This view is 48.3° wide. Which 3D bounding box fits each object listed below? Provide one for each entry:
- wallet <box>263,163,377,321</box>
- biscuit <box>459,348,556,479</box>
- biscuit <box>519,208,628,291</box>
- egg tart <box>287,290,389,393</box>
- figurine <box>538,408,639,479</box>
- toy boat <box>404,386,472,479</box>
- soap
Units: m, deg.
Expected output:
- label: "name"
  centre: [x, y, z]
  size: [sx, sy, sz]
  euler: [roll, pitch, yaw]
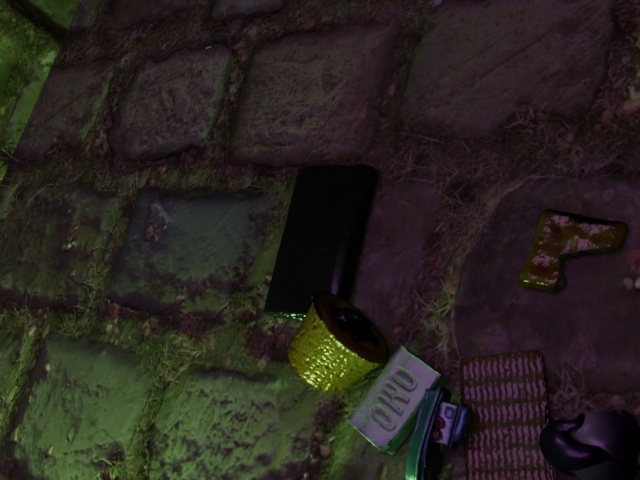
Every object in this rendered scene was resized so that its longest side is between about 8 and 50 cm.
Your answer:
- label: "wallet"
  centre: [0.001, 0.000, 1.761]
  size: [0.229, 0.062, 0.405]
  euler: [0, 66, 33]
- label: "biscuit"
  centre: [0.356, 0.341, 1.367]
  size: [0.172, 0.029, 0.254]
  euler: [-12, 60, 28]
- label: "biscuit"
  centre: [0.499, 0.027, 1.429]
  size: [0.174, 0.039, 0.183]
  euler: [19, 78, 37]
- label: "egg tart"
  centre: [0.034, 0.224, 1.536]
  size: [0.170, 0.215, 0.215]
  euler: [-50, 49, 16]
- label: "figurine"
  centre: [0.484, 0.361, 1.205]
  size: [0.222, 0.145, 0.145]
  euler: [6, 70, 34]
- label: "toy boat"
  centre: [0.225, 0.404, 1.368]
  size: [0.098, 0.109, 0.237]
  euler: [12, 81, 26]
- label: "soap"
  centre: [0.158, 0.328, 1.476]
  size: [0.115, 0.063, 0.198]
  euler: [34, 88, 33]
